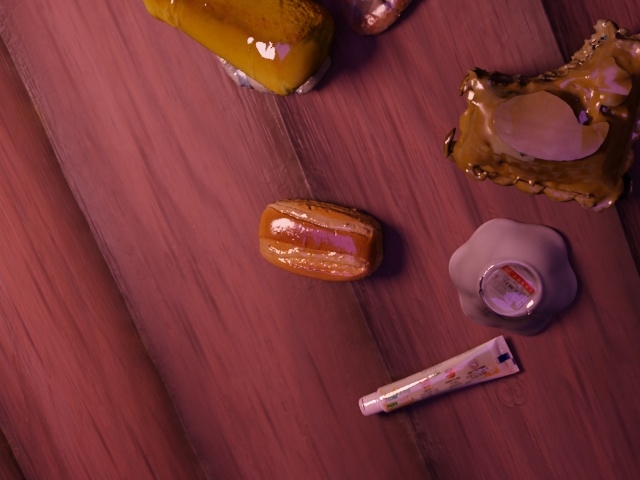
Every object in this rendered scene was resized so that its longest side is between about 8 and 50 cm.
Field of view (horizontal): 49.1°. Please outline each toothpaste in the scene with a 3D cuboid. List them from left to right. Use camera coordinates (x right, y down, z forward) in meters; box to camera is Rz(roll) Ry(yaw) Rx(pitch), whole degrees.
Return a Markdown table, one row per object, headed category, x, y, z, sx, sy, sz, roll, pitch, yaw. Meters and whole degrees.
| category | x | y | z | sx | sy | sz | roll | pitch | yaw |
| --- | --- | --- | --- | --- | --- | --- | --- | --- | --- |
| toothpaste | 0.220 | 0.272 | 1.355 | 0.314 | 0.058 | 0.056 | -24 | 53 | 18 |

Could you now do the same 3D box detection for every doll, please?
| category | x | y | z | sx | sy | sz | roll | pitch | yaw |
| --- | --- | --- | --- | --- | --- | --- | --- | --- | --- |
| doll | -0.085 | -0.318 | 1.273 | 0.214 | 0.071 | 0.104 | 8 | 113 | 8 |

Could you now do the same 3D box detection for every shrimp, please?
| category | x | y | z | sx | sy | sz | roll | pitch | yaw |
| --- | --- | --- | --- | --- | --- | --- | --- | --- | --- |
| shrimp | 0.118 | -0.452 | 1.190 | 0.223 | 0.047 | 0.126 | -45 | 79 | 24 |

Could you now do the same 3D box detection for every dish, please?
| category | x | y | z | sx | sy | sz | roll | pitch | yaw |
| --- | --- | --- | --- | --- | --- | --- | --- | --- | --- |
| dish | 0.339 | 0.076 | 1.247 | 0.229 | 0.081 | 0.230 | 4 | 105 | 16 |

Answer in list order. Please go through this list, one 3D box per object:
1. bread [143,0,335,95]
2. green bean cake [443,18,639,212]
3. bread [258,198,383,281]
| category | x | y | z | sx | sy | sz | roll | pitch | yaw |
| --- | --- | --- | --- | --- | --- | --- | --- | --- | --- |
| bread | -0.152 | -0.399 | 1.201 | 0.383 | 0.112 | 0.166 | 35 | 92 | 19 |
| green bean cake | 0.361 | -0.207 | 1.098 | 0.309 | 0.202 | 0.285 | 14 | 106 | 13 |
| bread | 0.000 | 0.000 | 1.316 | 0.236 | 0.106 | 0.140 | 10 | 106 | 13 |
